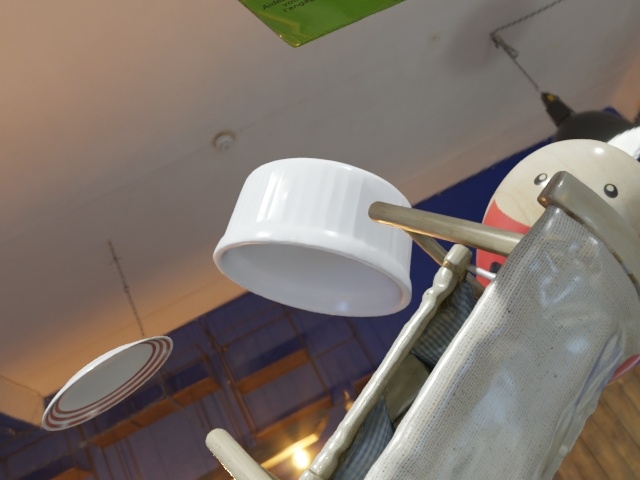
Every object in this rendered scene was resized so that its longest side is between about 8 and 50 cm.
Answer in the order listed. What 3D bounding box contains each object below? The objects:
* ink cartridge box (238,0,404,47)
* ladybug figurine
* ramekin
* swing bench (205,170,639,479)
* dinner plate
[{"bbox_3d":[0.059,-0.229,0.279,0.255,0.189,0.097,-17,-13,22],"label":"ink cartridge box"},{"bbox_3d":[0.381,0.073,1.009,0.162,0.305,0.450,-41,-48,-49],"label":"ladybug figurine"},{"bbox_3d":[0.000,0.000,0.917,0.277,0.135,0.277,11,-23,5],"label":"ramekin"},{"bbox_3d":[0.076,0.111,0.444,0.253,0.165,0.254,-53,16,-12],"label":"swing bench"},{"bbox_3d":[-0.209,0.136,0.638,0.141,0.017,0.141,-35,-17,-12],"label":"dinner plate"}]
